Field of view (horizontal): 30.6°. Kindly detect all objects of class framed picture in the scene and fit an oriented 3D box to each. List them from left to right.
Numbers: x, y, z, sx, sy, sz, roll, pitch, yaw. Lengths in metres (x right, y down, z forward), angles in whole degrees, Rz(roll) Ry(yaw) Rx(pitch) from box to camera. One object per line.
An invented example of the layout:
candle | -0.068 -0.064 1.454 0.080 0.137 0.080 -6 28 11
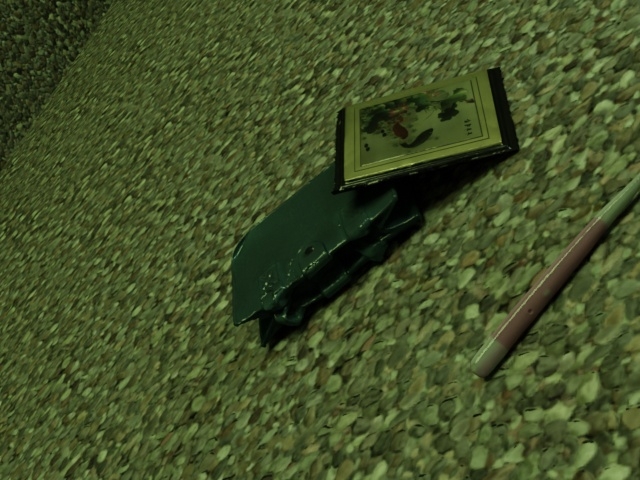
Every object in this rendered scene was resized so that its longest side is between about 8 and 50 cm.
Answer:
framed picture | 0.109 -0.124 1.260 0.199 0.010 0.195 -14 33 10

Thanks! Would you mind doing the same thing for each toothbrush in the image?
toothbrush | 0.218 0.001 0.970 0.286 0.020 0.025 -49 16 -6

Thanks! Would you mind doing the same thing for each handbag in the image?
handbag | 0.000 0.000 1.276 0.229 0.062 0.179 -39 25 16
